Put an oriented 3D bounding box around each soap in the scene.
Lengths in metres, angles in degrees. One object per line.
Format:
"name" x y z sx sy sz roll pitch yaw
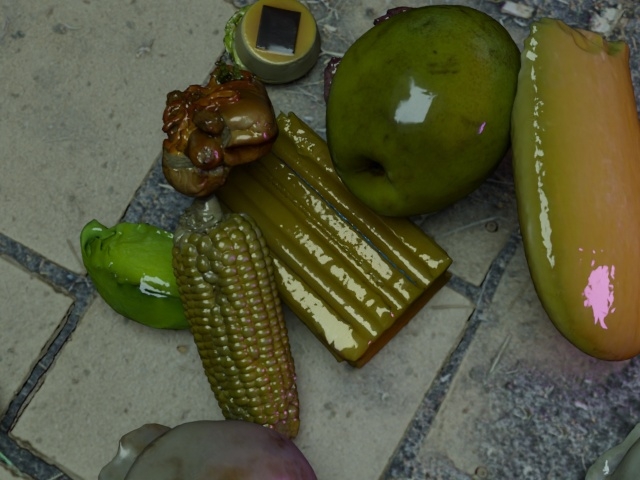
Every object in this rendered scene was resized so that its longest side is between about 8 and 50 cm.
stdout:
"soap" 0.000 0.000 1.656 0.204 0.096 0.324 -43 74 -9
"soap" 0.341 -0.058 1.552 0.115 0.306 0.428 -12 75 34

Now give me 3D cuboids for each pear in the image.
"pear" 0.142 -0.173 1.566 0.253 0.253 0.307 40 58 15

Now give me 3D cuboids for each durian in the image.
"durian" -0.226 0.051 1.664 0.250 0.101 0.139 14 41 8

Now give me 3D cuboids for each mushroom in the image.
"mushroom" -0.151 0.351 1.504 0.290 0.297 0.298 20 72 50

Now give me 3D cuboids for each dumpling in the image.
"dumpling" 0.425 0.285 1.523 0.228 0.124 0.151 -32 35 3

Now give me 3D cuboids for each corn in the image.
"corn" -0.104 0.107 1.563 0.130 0.130 0.347 -15 104 1

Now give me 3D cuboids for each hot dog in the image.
"hot dog" -0.141 -0.161 1.600 0.158 0.349 0.117 -35 106 7

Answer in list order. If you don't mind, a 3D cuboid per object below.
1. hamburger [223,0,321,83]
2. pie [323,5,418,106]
"hamburger" -0.070 -0.289 1.761 0.141 0.081 0.127 -6 74 -9
"pie" 0.113 -0.228 1.740 0.218 0.054 0.204 -30 72 -7
